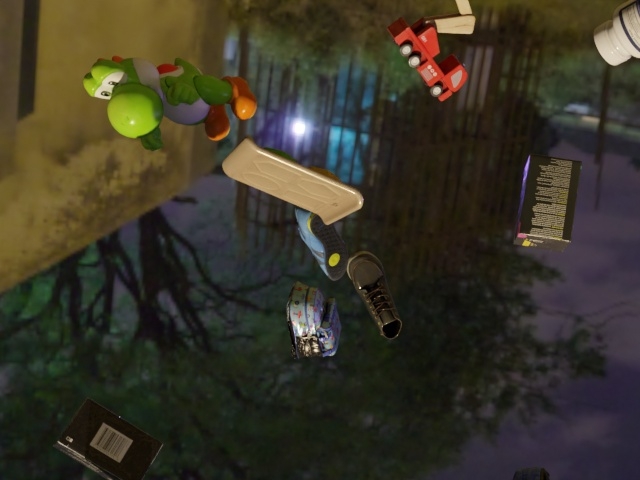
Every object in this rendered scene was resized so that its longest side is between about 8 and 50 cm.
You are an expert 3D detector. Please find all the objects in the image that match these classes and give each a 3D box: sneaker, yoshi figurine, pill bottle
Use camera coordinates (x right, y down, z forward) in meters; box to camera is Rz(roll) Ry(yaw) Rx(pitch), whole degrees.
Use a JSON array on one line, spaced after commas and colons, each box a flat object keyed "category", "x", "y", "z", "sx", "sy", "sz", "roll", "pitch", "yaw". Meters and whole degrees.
[{"category": "sneaker", "x": 0.136, "y": 0.127, "z": 2.369, "sx": 0.083, "sy": 0.222, "sz": 0.118, "roll": -28, "pitch": -139, "yaw": 1}, {"category": "yoshi figurine", "x": -0.312, "y": -0.271, "z": 2.081, "sx": 0.362, "sy": 0.203, "sz": 0.203, "roll": 5, "pitch": -165, "yaw": -43}, {"category": "sneaker", "x": 0.000, "y": 0.000, "z": 2.263, "sx": 0.069, "sy": 0.209, "sz": 0.082, "roll": -41, "pitch": -139, "yaw": -20}, {"category": "pill bottle", "x": 0.615, "y": -0.408, "z": 1.891, "sx": 0.112, "sy": 0.112, "sz": 0.187, "roll": -7, "pitch": 165, "yaw": -45}]

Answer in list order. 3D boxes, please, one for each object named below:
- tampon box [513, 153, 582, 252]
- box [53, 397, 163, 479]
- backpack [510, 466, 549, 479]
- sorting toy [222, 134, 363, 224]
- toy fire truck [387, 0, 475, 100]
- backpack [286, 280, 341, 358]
[{"category": "tampon box", "x": 0.438, "y": -0.071, "z": 1.952, "sx": 0.101, "sy": 0.161, "sz": 0.120, "roll": 10, "pitch": 170, "yaw": 8}, {"category": "box", "x": -0.374, "y": 0.358, "z": 1.765, "sx": 0.156, "sy": 0.093, "sz": 0.158, "roll": 34, "pitch": 158, "yaw": -7}, {"category": "backpack", "x": 0.425, "y": 0.522, "z": 2.057, "sx": 0.101, "sy": 0.098, "sz": 0.120, "roll": -7, "pitch": -145, "yaw": 23}, {"category": "sorting toy", "x": -0.046, "y": -0.099, "z": 1.615, "sx": 0.208, "sy": 0.038, "sz": 0.193, "roll": 27, "pitch": 165, "yaw": -12}, {"category": "toy fire truck", "x": 0.175, "y": -0.309, "z": 1.469, "sx": 0.192, "sy": 0.135, "sz": 0.047, "roll": 46, "pitch": -166, "yaw": -33}, {"category": "backpack", "x": -0.021, "y": 0.191, "z": 2.550, "sx": 0.117, "sy": 0.173, "sz": 0.158, "roll": -3, "pitch": -149, "yaw": 13}]
